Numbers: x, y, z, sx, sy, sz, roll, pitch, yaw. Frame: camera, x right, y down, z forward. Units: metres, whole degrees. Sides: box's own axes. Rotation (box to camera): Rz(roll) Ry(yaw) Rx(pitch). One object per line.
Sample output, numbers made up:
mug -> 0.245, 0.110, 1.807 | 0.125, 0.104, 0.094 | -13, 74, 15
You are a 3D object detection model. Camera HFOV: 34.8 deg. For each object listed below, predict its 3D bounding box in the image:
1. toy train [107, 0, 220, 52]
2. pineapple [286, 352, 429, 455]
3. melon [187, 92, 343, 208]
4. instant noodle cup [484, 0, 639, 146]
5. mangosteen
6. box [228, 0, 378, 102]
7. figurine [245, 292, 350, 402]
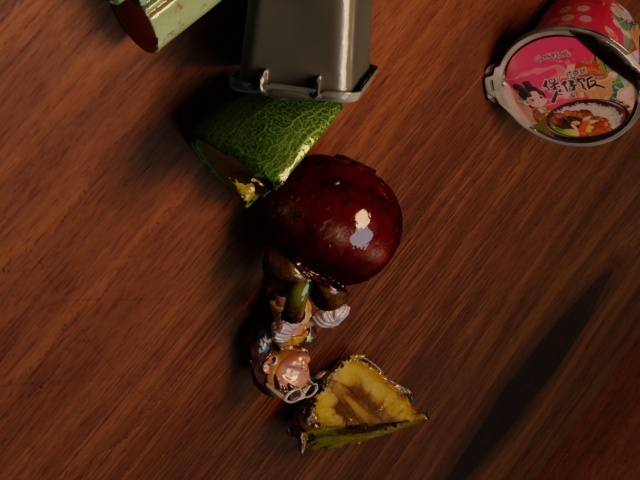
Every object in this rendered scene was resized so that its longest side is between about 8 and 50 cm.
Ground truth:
toy train -> -0.133, -0.336, 1.165 | 0.285, 0.116, 0.177 | -45, 157, -20
pineapple -> 0.026, 0.301, 1.883 | 0.334, 0.158, 0.161 | -4, 159, -46
melon -> -0.071, -0.147, 1.330 | 0.169, 0.129, 0.265 | -48, -175, -10
instant noodle cup -> 0.461, -0.321, 1.815 | 0.258, 0.302, 0.181 | 85, 26, -49
mangosteen -> 0.000, 0.000, 1.500 | 0.215, 0.215, 0.257 | 20, 98, -56
box -> -0.012, -0.261, 1.270 | 0.243, 0.163, 0.135 | -59, 155, -69
figurine -> -0.050, 0.142, 1.643 | 0.174, 0.116, 0.240 | -13, 121, -49
